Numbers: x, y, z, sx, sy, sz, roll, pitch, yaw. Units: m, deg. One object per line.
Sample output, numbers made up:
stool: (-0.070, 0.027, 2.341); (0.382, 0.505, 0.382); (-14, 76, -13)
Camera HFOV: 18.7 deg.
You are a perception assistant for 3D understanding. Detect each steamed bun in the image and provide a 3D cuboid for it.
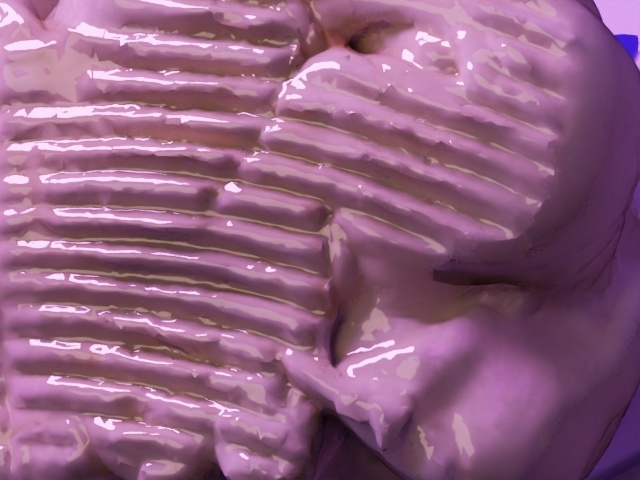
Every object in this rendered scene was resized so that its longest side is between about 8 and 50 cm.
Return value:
steamed bun: (0.000, 0.000, 0.937); (0.339, 0.247, 0.352); (-1, 83, 20)
